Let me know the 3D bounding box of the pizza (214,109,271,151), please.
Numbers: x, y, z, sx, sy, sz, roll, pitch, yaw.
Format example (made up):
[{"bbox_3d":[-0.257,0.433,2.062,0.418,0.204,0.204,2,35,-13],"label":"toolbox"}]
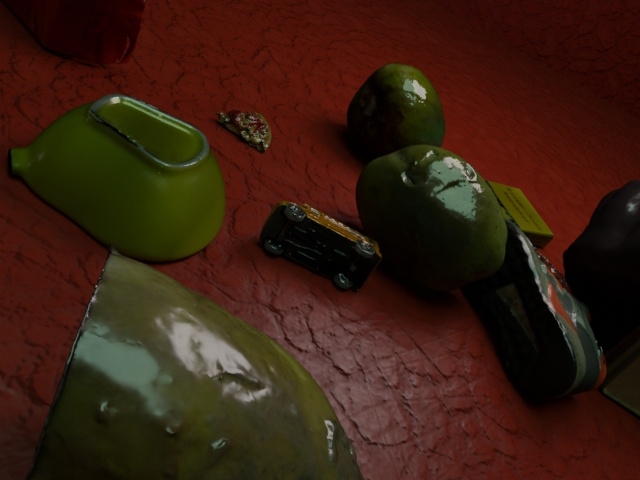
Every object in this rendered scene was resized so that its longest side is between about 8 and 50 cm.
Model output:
[{"bbox_3d":[-0.112,-0.188,1.024,0.100,0.029,0.099,-12,55,-46],"label":"pizza"}]

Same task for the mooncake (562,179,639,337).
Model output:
[{"bbox_3d":[0.590,0.068,0.985,0.381,0.351,0.212,40,76,-10],"label":"mooncake"}]

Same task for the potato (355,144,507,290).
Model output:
[{"bbox_3d":[0.163,-0.033,0.906,0.149,0.197,0.228,-21,89,-63],"label":"potato"}]

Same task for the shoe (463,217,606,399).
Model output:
[{"bbox_3d":[0.343,0.096,0.947,0.171,0.132,0.336,16,39,-30],"label":"shoe"}]

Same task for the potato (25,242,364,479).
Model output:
[{"bbox_3d":[-0.080,0.159,0.470,0.266,0.229,0.229,24,35,-20],"label":"potato"}]

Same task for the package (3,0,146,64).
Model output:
[{"bbox_3d":[-0.436,-0.460,0.964,0.423,0.196,0.123,47,41,19],"label":"package"}]

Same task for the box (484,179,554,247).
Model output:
[{"bbox_3d":[0.326,-0.069,1.208,0.279,0.041,0.153,9,41,-29],"label":"box"}]

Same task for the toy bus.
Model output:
[{"bbox_3d":[0.000,0.000,0.839,0.162,0.069,0.074,28,25,-11],"label":"toy bus"}]

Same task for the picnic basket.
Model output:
[{"bbox_3d":[0.530,0.218,0.941,0.164,0.115,0.079,35,32,4],"label":"picnic basket"}]

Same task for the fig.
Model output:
[{"bbox_3d":[0.151,-0.229,1.153,0.191,0.181,0.181,34,30,-29],"label":"fig"}]

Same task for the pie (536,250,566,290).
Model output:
[{"bbox_3d":[0.389,0.036,1.132,0.170,0.034,0.092,32,38,1],"label":"pie"}]

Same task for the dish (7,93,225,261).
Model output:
[{"bbox_3d":[-0.229,-0.103,0.756,0.263,0.108,0.221,31,33,-3],"label":"dish"}]
